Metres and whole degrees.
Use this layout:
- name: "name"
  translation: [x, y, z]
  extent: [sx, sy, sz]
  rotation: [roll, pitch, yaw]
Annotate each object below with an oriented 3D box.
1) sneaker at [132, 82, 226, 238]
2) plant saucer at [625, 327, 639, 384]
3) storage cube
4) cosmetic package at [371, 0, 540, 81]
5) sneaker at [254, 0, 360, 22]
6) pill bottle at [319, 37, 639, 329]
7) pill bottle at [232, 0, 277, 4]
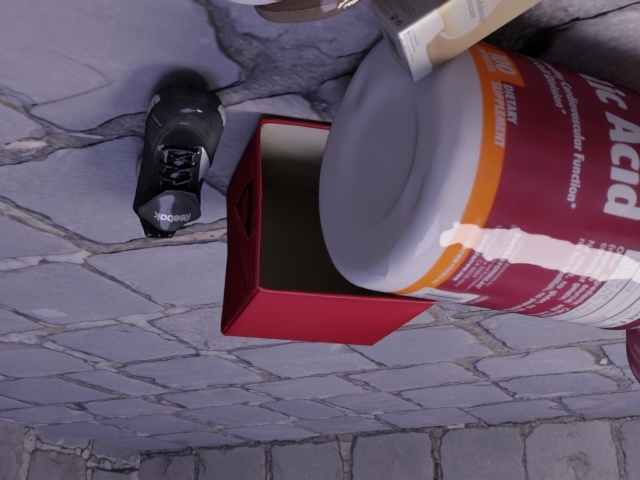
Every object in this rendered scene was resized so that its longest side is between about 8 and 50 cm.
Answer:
- name: "sneaker"
  translation: [-0.144, -0.067, 0.882]
  extent: [0.078, 0.106, 0.234]
  rotation: [6, 158, -17]
- name: "plant saucer"
  translation: [0.460, 0.037, 0.941]
  extent: [0.084, 0.332, 0.332]
  rotation: [43, 143, -14]
- name: "storage cube"
  translation: [0.000, 0.000, 0.951]
  extent: [0.215, 0.183, 0.193]
  rotation: [5, 159, -15]
- name: "cosmetic package"
  translation: [0.100, -0.172, 0.633]
  extent: [0.115, 0.041, 0.060]
  rotation: [-33, 147, 2]
- name: "sneaker"
  translation: [0.031, -0.211, 0.605]
  extent: [0.188, 0.066, 0.071]
  rotation: [-14, 138, 18]
- name: "pill bottle"
  translation: [0.218, -0.039, 0.800]
  extent: [0.392, 0.224, 0.224]
  rotation: [10, 156, -25]
- name: "pill bottle"
  translation: [0.026, -0.218, 0.402]
  extent: [0.323, 0.181, 0.181]
  rotation: [-9, 157, 21]
